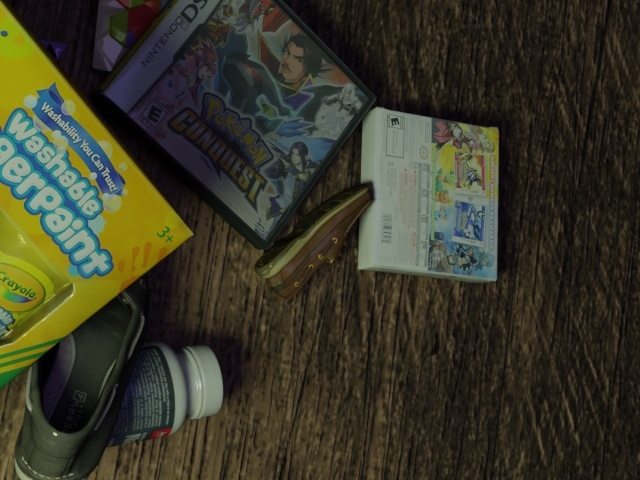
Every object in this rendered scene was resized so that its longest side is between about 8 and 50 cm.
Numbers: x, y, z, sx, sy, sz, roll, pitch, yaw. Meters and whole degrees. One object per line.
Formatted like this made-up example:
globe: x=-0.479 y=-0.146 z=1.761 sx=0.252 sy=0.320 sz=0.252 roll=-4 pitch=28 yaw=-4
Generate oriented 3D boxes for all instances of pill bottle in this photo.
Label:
pill bottle: x=-0.203 y=0.166 z=1.448 sx=0.180 sy=0.108 sz=0.108 roll=-7 pitch=85 yaw=-27

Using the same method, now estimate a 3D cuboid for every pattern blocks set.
pattern blocks set: x=-0.185 y=-0.254 z=1.573 sx=0.325 sy=0.026 sz=0.285 roll=-8 pitch=86 yaw=-28

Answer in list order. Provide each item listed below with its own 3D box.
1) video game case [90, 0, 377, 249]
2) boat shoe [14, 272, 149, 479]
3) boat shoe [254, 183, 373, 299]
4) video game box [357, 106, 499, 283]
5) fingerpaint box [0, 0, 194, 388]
video game case: x=-0.094 y=-0.170 z=1.576 sx=0.275 sy=0.035 sz=0.248 roll=43 pitch=68 yaw=-21
boat shoe: x=-0.232 y=0.096 z=1.353 sx=0.112 sy=0.095 sz=0.335 roll=15 pitch=47 yaw=-10
boat shoe: x=0.000 y=0.000 z=1.609 sx=0.178 sy=0.064 sz=0.060 roll=-42 pitch=107 yaw=-20
video game box: x=0.140 y=-0.055 z=1.696 sx=0.187 sy=0.048 sz=0.205 roll=7 pitch=79 yaw=-24
fingerpaint box: x=-0.396 y=-0.064 z=1.200 sx=0.371 sy=0.163 sz=0.445 roll=-39 pitch=125 yaw=-4
